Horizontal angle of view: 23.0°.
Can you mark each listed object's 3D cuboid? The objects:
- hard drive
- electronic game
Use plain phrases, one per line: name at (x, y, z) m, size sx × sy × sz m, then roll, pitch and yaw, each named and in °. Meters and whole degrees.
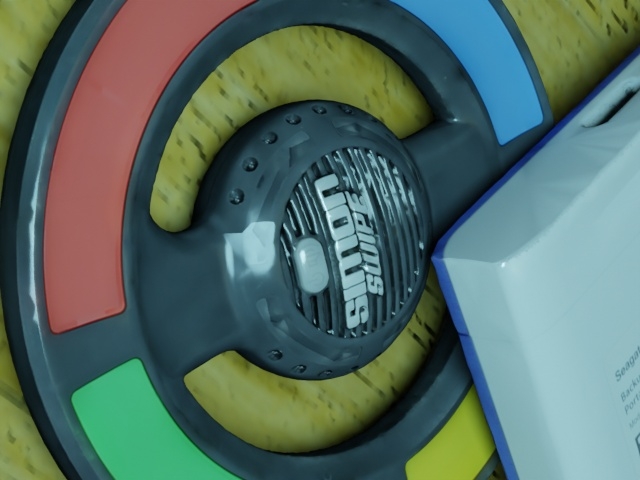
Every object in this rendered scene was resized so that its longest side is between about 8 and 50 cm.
hard drive at (0.158, 0.085, 0.627) m, size 0.210 × 0.040 × 0.319 m, roll -42°, pitch 123°, yaw -37°
electronic game at (0.000, 0.000, 0.511) m, size 0.229 × 0.048 × 0.229 m, roll -3°, pitch 95°, yaw -40°
